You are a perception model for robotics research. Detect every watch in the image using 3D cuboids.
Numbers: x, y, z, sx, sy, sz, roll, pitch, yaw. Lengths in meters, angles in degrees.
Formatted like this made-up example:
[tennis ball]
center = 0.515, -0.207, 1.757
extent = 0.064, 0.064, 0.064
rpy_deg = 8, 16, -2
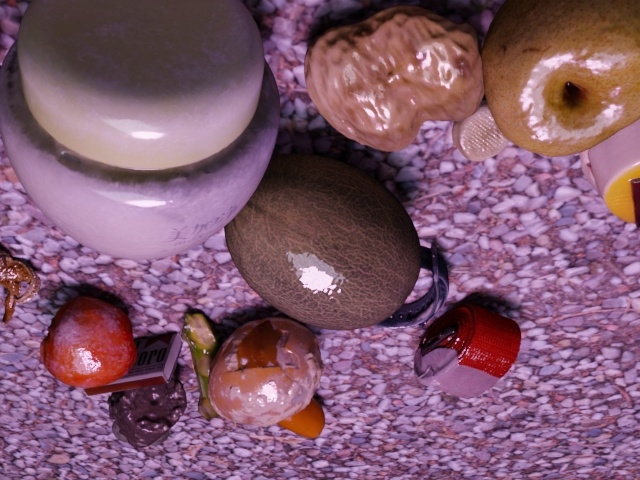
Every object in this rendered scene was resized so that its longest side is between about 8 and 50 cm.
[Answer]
[watch]
center = 0.129, 0.076, 1.409
extent = 0.193, 0.068, 0.206
rpy_deg = 18, 140, -20

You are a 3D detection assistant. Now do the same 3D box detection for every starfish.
[starfish]
center = -0.592, 0.064, 1.439
extent = 0.146, 0.074, 0.190
rpy_deg = -29, 129, 30

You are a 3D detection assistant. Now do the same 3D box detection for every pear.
[pear]
center = 0.291, -0.218, 0.954
extent = 0.188, 0.211, 0.228
rpy_deg = 37, 130, -20

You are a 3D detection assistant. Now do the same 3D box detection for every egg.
[egg]
center = -0.104, 0.244, 1.518
extent = 0.233, 0.194, 0.195
rpy_deg = -25, 132, 17

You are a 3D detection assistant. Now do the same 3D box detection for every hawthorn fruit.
[hawthorn fruit]
center = -0.416, 0.189, 1.504
extent = 0.173, 0.172, 0.172
rpy_deg = 2, 139, 2

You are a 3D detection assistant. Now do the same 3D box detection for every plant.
[plant]
center = -0.363, 0.346, 1.700
extent = 0.146, 0.149, 0.274
rpy_deg = 52, 152, 8

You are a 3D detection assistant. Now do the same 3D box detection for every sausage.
[sausage]
center = -0.076, 0.333, 1.694
extent = 0.098, 0.098, 0.238
rpy_deg = -26, 129, 30

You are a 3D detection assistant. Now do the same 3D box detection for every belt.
[belt]
center = 0.253, 0.197, 1.488
extent = 0.124, 0.128, 0.201
rpy_deg = 22, 137, -19

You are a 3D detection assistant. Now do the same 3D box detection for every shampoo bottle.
[shampoo bottle]
center = -0.214, -0.146, 0.988
extent = 0.323, 0.322, 0.317
rpy_deg = 11, 147, -8

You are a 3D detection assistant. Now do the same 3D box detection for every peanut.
[peanut]
center = 0.098, -0.207, 1.052
extent = 0.233, 0.110, 0.196
rpy_deg = -20, 129, 24

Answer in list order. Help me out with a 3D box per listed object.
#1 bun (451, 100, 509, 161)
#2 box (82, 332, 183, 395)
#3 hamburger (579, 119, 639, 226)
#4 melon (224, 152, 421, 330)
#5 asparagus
[bun]
center = 0.220, -0.155, 1.144
extent = 0.086, 0.055, 0.086
rpy_deg = -4, 115, -9
[box]
center = -0.361, 0.237, 1.590
extent = 0.178, 0.115, 0.035
rpy_deg = -12, 124, 16
[hamburger]
center = 0.500, -0.124, 1.094
extent = 0.295, 0.151, 0.227
rpy_deg = -5, 144, 4
[melon]
center = 0.000, 0.000, 1.202
extent = 0.302, 0.237, 0.237
rpy_deg = 31, 132, -21
[asparagus]
center = -0.217, 0.254, 1.631
extent = 0.085, 0.082, 0.343
rpy_deg = 31, 145, 24
